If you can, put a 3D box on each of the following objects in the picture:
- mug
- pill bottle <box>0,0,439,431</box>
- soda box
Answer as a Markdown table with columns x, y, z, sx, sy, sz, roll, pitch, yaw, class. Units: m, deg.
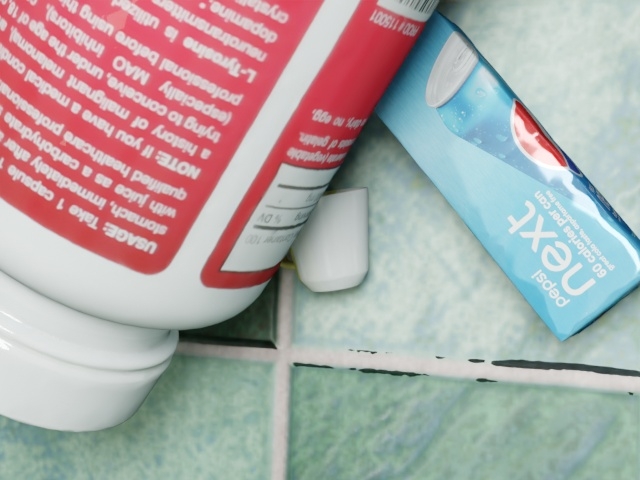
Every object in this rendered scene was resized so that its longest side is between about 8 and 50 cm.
| x | y | z | sx | sy | sz | roll | pitch | yaw | class |
| --- | --- | --- | --- | --- | --- | --- | --- | --- | --- |
| 0.004 | 0.000 | 0.752 | 0.062 | 0.078 | 0.064 | -10 | 95 | -12 | mug |
| -0.086 | -0.100 | 0.641 | 0.229 | 0.229 | 0.408 | 37 | 108 | 17 | pill bottle |
| 0.115 | -0.042 | 0.697 | 0.071 | 0.067 | 0.210 | -41 | 77 | 16 | soda box |
